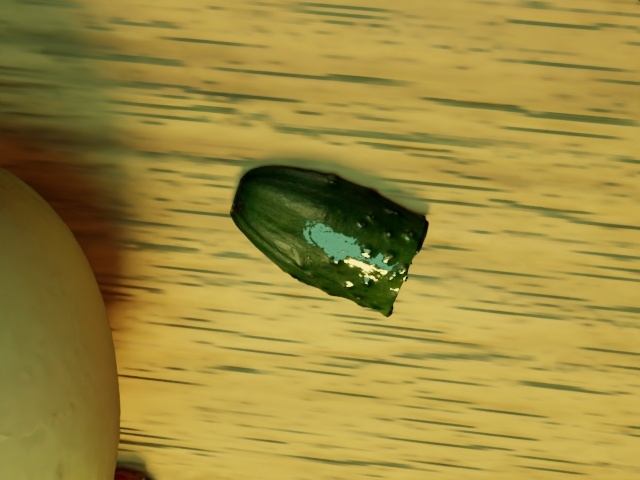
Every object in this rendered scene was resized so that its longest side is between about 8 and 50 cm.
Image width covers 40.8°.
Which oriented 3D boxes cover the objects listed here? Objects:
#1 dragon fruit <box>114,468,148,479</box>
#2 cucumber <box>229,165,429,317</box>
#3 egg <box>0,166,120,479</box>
[{"bbox_3d":[-0.183,0.186,0.560,0.131,0.063,0.097,23,115,-4],"label":"dragon fruit"},{"bbox_3d":[0.000,0.000,0.470,0.107,0.035,0.067,22,117,-2],"label":"cucumber"},{"bbox_3d":[-0.241,0.116,0.413,0.283,0.283,0.345,37,89,-10],"label":"egg"}]
